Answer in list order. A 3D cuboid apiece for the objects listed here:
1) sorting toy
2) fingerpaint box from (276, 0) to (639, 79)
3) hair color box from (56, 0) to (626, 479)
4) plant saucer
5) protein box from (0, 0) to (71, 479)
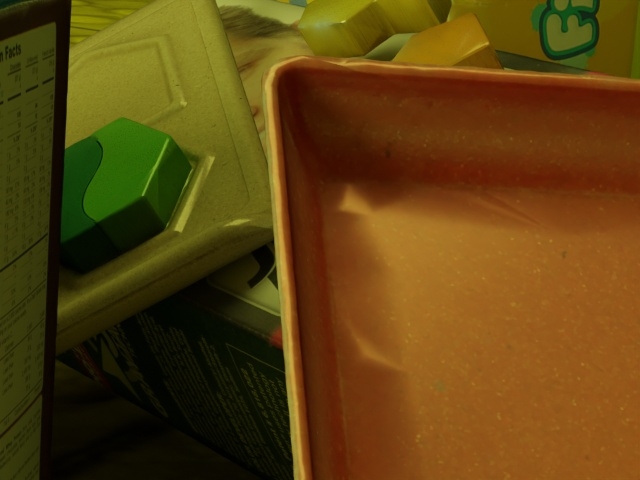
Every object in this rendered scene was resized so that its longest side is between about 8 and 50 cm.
[{"bbox_3d":[-0.085,-0.040,0.772,0.307,0.041,0.229,-28,32,7],"label":"sorting toy"},{"bbox_3d":[0.168,-0.184,1.071,0.371,0.444,0.163,-5,15,-35],"label":"fingerpaint box"},{"bbox_3d":[0.000,0.000,0.792,0.174,0.105,0.347,-39,31,-21],"label":"hair color box"},{"bbox_3d":[0.113,0.065,0.562,0.258,0.047,0.259,3,55,-12],"label":"plant saucer"},{"bbox_3d":[-0.195,0.014,0.607,0.200,0.201,0.136,6,12,6],"label":"protein box"}]
